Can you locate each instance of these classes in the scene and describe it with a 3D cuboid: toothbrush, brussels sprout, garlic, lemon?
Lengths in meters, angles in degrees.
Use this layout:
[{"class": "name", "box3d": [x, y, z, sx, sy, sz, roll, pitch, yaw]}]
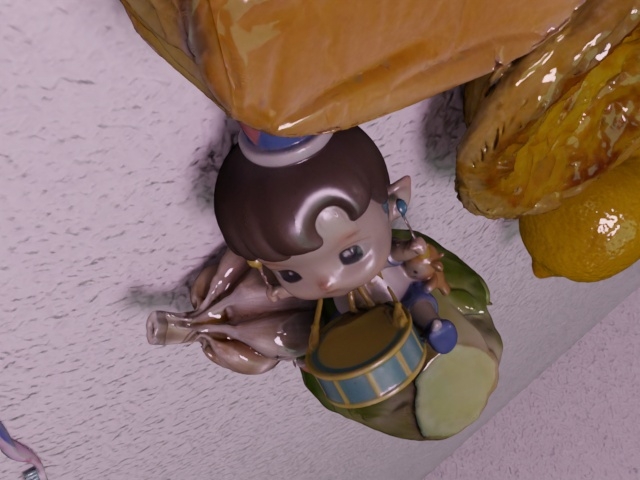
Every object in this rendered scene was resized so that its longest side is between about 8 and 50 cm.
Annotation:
[{"class": "toothbrush", "box3d": [-0.301, 0.197, 0.716, 0.027, 0.021, 0.269, -32, 152, -25]}, {"class": "brussels sprout", "box3d": [0.081, 0.099, 0.797, 0.244, 0.244, 0.244, -30, 151, -18]}, {"class": "garlic", "box3d": [-0.080, 0.062, 0.695, 0.194, 0.131, 0.127, 7, 147, -46]}, {"class": "lemon", "box3d": [0.380, -0.040, 1.034, 0.187, 0.187, 0.244, 4, 125, -53]}]

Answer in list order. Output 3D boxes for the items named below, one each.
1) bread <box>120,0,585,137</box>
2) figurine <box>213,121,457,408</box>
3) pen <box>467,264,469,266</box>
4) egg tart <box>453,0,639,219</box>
[{"class": "bread", "box3d": [0.022, -0.190, 0.400, 0.288, 0.156, 0.204, -29, 143, -14]}, {"class": "figurine", "box3d": [0.002, -0.005, 0.596, 0.161, 0.275, 0.158, -23, -159, 22]}, {"class": "pen", "box3d": [0.153, 0.107, 1.141, 0.204, 0.025, 0.025, -41, 153, 2]}, {"class": "egg tart", "box3d": [0.253, -0.160, 0.754, 0.341, 0.129, 0.341, -29, 152, -17]}]
